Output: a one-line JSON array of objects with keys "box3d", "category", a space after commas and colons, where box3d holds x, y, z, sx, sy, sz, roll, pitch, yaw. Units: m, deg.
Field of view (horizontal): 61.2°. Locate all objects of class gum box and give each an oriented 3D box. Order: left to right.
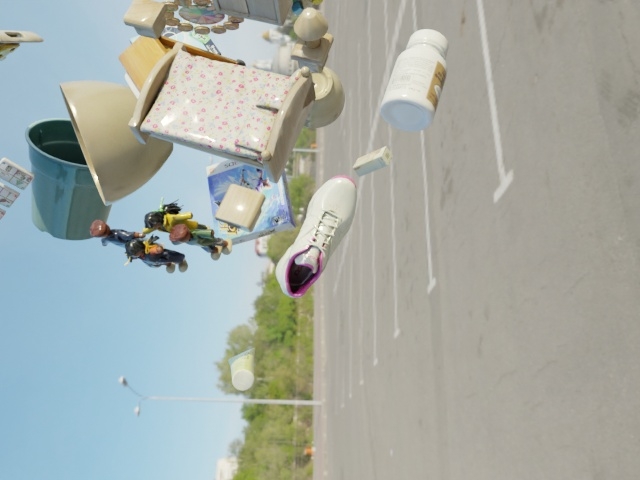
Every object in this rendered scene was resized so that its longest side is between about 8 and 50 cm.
[{"box3d": [-0.376, -0.494, 1.412, 0.157, 0.184, 0.041, 55, 165, 17], "category": "gum box"}]

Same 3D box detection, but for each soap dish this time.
[{"box3d": [-0.238, -0.312, 1.125, 0.229, 0.291, 0.118, 52, 122, 35], "category": "soap dish"}]

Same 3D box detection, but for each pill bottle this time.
[{"box3d": [0.238, -0.394, 1.325, 0.131, 0.131, 0.229, 100, -171, -69], "category": "pill bottle"}]

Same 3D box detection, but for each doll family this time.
[{"box3d": [-0.216, -0.002, 0.713, 0.111, 0.193, 0.076, 24, -131, -58], "category": "doll family"}]

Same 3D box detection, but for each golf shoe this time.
[{"box3d": [0.000, 0.000, 1.221, 0.306, 0.115, 0.140, -63, 9, 12], "category": "golf shoe"}]

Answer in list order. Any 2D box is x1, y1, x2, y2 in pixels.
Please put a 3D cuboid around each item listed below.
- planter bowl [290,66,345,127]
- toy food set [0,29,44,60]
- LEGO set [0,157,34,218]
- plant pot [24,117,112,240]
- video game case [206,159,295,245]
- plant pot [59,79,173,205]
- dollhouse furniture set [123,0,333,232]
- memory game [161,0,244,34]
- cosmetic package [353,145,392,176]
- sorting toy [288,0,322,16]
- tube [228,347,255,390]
[{"box3d": [-0.016, -0.385, 1.391, 0.109, 0.162, 0.162, 85, -173, -81], "category": "planter bowl"}, {"box3d": [-0.953, -0.487, 1.534, 0.092, 0.306, 0.220, 57, -163, -13], "category": "toy food set"}, {"box3d": [-0.827, -0.163, 1.257, 0.182, 0.244, 0.060, -42, 37, 19], "category": "LEGO set"}, {"box3d": [-0.865, -0.203, 1.908, 0.341, 0.341, 0.334, -92, 23, -58], "category": "plant pot"}, {"box3d": [-0.221, -0.137, 1.682, 0.061, 0.244, 0.269, 43, -147, -67], "category": "video game case"}, {"box3d": [-0.455, -0.244, 1.255, 0.284, 0.191, 0.284, 51, 154, 38], "category": "plant pot"}, {"box3d": [-0.165, -0.232, 0.645, 0.174, 0.303, 0.356, 80, -152, -67], "category": "dollhouse furniture set"}, {"box3d": [-0.257, -0.481, 1.166, 0.186, 0.186, 0.012, 159, 110, -87], "category": "memory game"}, {"box3d": [0.165, -0.249, 1.710, 0.041, 0.115, 0.060, 51, -138, -24], "category": "cosmetic package"}, {"box3d": [-0.059, -0.791, 1.763, 0.196, 0.347, 0.047, -13, -96, -65], "category": "sorting toy"}, {"box3d": [-0.231, 0.369, 1.589, 0.240, 0.070, 0.062, -147, 75, -80], "category": "tube"}]
